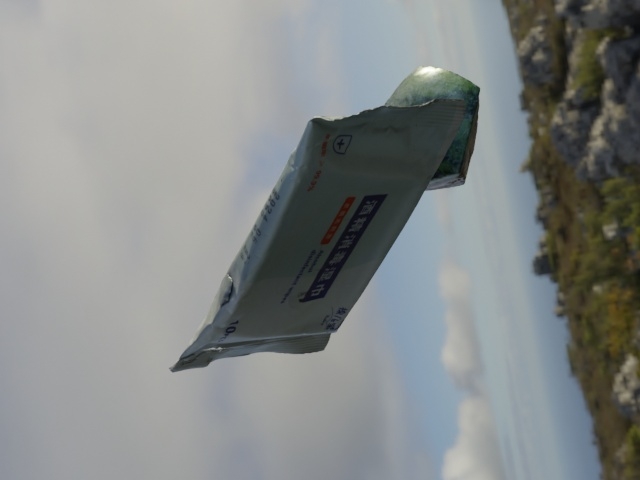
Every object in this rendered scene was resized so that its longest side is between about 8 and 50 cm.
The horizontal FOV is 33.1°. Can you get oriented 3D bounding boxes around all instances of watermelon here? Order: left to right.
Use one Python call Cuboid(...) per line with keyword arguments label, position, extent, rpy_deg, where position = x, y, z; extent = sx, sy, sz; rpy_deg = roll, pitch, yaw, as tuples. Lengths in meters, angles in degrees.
Cuboid(label="watermelon", position=(0.084, -0.082, 0.769), extent=(0.084, 0.092, 0.072), rpy_deg=(56, -147, 11))

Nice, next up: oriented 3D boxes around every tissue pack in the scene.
Cuboid(label="tissue pack", position=(0.000, 0.000, 0.607), extent=(0.123, 0.193, 0.026), rpy_deg=(-4, -136, -45))
